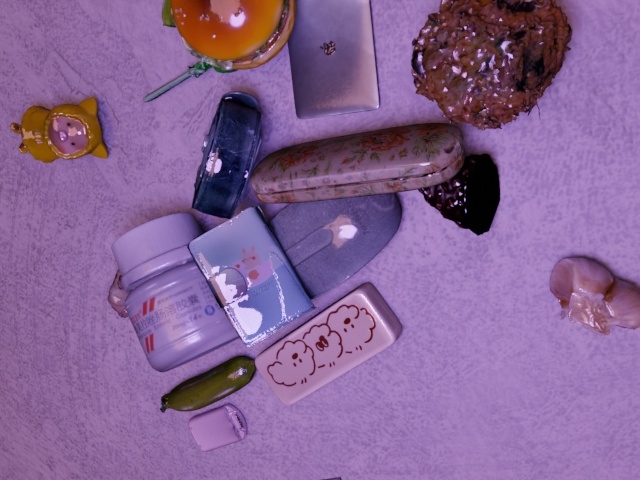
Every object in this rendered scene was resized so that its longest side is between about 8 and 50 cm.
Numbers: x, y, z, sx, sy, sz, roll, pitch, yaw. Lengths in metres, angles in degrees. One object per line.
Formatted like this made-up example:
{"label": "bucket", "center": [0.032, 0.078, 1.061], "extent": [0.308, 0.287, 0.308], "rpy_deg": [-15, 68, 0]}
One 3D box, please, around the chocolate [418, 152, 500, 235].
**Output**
{"label": "chocolate", "center": [0.253, -0.097, 1.074], "extent": [0.133, 0.156, 0.156], "rpy_deg": [11, 107, 42]}

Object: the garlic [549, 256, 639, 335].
{"label": "garlic", "center": [0.509, 0.107, 1.031], "extent": [0.175, 0.099, 0.124], "rpy_deg": [25, 91, 10]}

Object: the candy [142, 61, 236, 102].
{"label": "candy", "center": [-0.286, -0.374, 1.248], "extent": [0.324, 0.097, 0.097], "rpy_deg": [-18, 95, 32]}

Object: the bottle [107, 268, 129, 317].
{"label": "bottle", "center": [-0.484, 0.119, 1.413], "extent": [0.099, 0.099, 0.152], "rpy_deg": [35, 110, 11]}

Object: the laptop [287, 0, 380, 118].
{"label": "laptop", "center": [0.020, -0.392, 1.146], "extent": [0.188, 0.015, 0.268], "rpy_deg": [-3, 101, 22]}

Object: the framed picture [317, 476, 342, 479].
{"label": "framed picture", "center": [0.027, 0.659, 1.379], "extent": [0.109, 0.011, 0.149], "rpy_deg": [-19, 95, 24]}

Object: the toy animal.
{"label": "toy animal", "center": [-0.644, -0.263, 1.376], "extent": [0.230, 0.156, 0.156], "rpy_deg": [-1, 101, 11]}

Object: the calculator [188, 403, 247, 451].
{"label": "calculator", "center": [-0.268, 0.485, 1.444], "extent": [0.175, 0.032, 0.100], "rpy_deg": [-26, 91, 25]}

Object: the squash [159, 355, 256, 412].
{"label": "squash", "center": [-0.293, 0.373, 1.403], "extent": [0.332, 0.087, 0.087], "rpy_deg": [-27, 91, 25]}

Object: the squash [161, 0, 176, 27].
{"label": "squash", "center": [-0.268, -0.590, 1.179], "extent": [0.082, 0.082, 0.292], "rpy_deg": [29, 112, 13]}

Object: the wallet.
{"label": "wallet", "center": [-0.144, 0.075, 1.156], "extent": [0.176, 0.075, 0.250], "rpy_deg": [-30, 88, -5]}

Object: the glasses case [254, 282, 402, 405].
{"label": "glasses case", "center": [0.013, 0.236, 1.255], "extent": [0.336, 0.076, 0.144], "rpy_deg": [-38, 87, 24]}

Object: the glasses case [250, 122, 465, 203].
{"label": "glasses case", "center": [0.060, -0.144, 1.069], "extent": [0.426, 0.156, 0.098], "rpy_deg": [-4, 123, 27]}

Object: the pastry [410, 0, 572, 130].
{"label": "pastry", "center": [0.284, -0.325, 0.961], "extent": [0.275, 0.193, 0.274], "rpy_deg": [6, 105, 21]}

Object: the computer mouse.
{"label": "computer mouse", "center": [-0.002, -0.001, 1.188], "extent": [0.374, 0.114, 0.203], "rpy_deg": [-36, 87, 25]}

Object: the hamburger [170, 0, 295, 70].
{"label": "hamburger", "center": [-0.173, -0.442, 1.045], "extent": [0.246, 0.170, 0.245], "rpy_deg": [1, 96, 14]}

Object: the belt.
{"label": "belt", "center": [-0.192, -0.178, 1.175], "extent": [0.116, 0.206, 0.267], "rpy_deg": [15, 104, -17]}

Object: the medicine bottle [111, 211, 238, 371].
{"label": "medicine bottle", "center": [-0.319, 0.114, 1.267], "extent": [0.245, 0.245, 0.306], "rpy_deg": [-30, 81, 24]}
